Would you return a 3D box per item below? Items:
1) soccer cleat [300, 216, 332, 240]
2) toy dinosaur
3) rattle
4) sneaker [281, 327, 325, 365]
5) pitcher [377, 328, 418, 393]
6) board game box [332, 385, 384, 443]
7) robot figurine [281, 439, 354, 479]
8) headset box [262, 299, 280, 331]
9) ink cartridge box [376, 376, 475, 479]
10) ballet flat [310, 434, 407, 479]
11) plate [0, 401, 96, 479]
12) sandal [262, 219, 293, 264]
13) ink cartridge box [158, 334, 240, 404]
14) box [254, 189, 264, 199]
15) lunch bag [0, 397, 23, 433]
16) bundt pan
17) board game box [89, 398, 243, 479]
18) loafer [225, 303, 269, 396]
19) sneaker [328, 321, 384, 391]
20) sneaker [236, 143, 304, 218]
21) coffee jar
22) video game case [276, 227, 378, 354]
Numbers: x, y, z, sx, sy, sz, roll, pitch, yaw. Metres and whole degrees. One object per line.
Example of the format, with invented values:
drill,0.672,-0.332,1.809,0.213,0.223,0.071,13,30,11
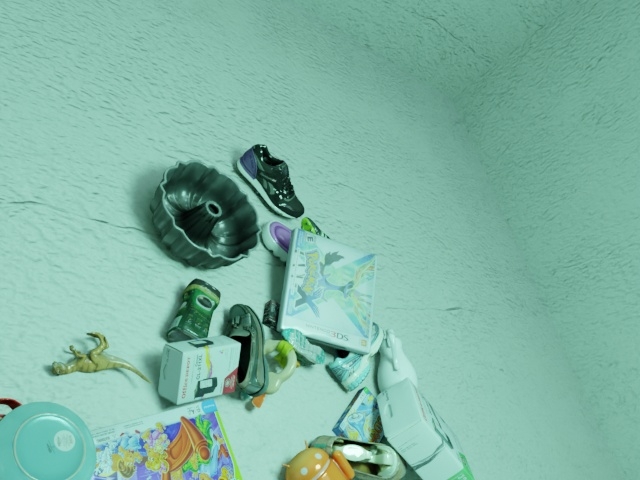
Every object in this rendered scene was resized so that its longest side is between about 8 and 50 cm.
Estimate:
soccer cleat,0.000,0.000,1.990,0.072,0.060,0.178,-34,93,-46
toy dinosaur,-0.477,0.259,1.358,0.212,0.064,0.112,7,71,-35
rattle,-0.133,0.375,1.671,0.130,0.142,0.199,14,57,1
sneaker,-0.064,0.309,1.766,0.166,0.076,0.065,45,37,-29
pitcher,0.236,0.398,1.972,0.177,0.126,0.207,76,4,-50
board game box,0.126,0.538,1.823,0.136,0.035,0.201,51,34,-2
robot figurine,-0.001,0.604,1.531,0.219,0.158,0.128,53,12,0
headset box,-0.132,0.216,1.815,0.062,0.032,0.083,34,39,-26
ink cartridge box,0.303,0.576,1.824,0.289,0.122,0.211,51,10,-21
ballet flat,0.126,0.587,1.670,0.316,0.106,0.107,17,59,-26
plate,-0.473,0.364,1.086,0.188,0.024,0.188,34,32,-25
sandal,-0.008,0.060,2.042,0.416,0.102,0.169,30,40,-30
ink cartridge box,-0.282,0.302,1.469,0.175,0.072,0.127,0,101,-50
box,-0.185,-0.173,2.121,0.067,0.018,0.083,39,37,-20
lunch bag,-0.568,0.391,1.057,0.293,0.120,0.258,24,42,-35
bundt pan,-0.332,-0.059,1.748,0.331,0.124,0.330,30,41,-30
board game box,-0.335,0.483,1.289,0.347,0.078,0.233,-1,60,-51
loafer,-0.196,0.268,1.607,0.084,0.096,0.267,40,25,-50
sneaker,0.109,0.326,1.935,0.122,0.110,0.283,43,35,-8
sneaker,-0.142,-0.194,2.061,0.283,0.124,0.107,44,35,-12
coffee jar,-0.317,0.186,1.581,0.096,0.079,0.184,36,38,-21
video game case,0.030,0.152,1.882,0.300,0.036,0.328,19,60,-22
